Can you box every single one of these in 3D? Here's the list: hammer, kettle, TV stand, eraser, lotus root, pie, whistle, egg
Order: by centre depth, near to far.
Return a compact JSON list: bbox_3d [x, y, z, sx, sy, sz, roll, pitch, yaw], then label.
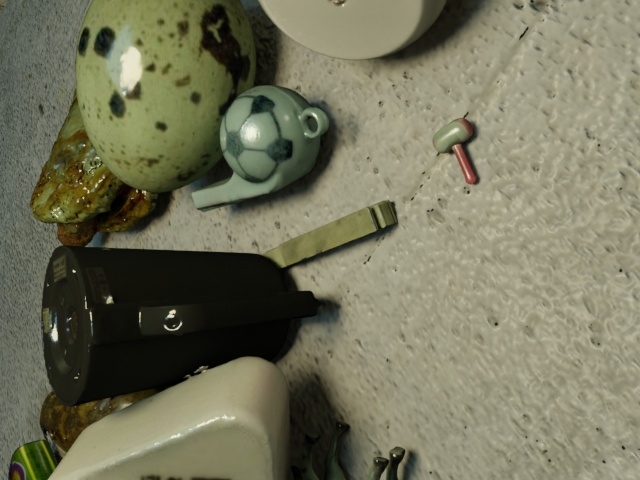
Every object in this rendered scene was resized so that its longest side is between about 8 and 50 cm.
[{"bbox_3d":[0.172,-0.106,0.734,0.052,0.031,0.083,-34,67,39],"label":"hammer"},{"bbox_3d":[-0.147,0.345,0.781,0.331,0.331,0.150,-58,9,20],"label":"eraser"},{"bbox_3d":[-0.197,0.090,0.833,0.262,0.308,0.203,-49,54,39],"label":"kettle"},{"bbox_3d":[0.000,0.000,0.870,0.249,0.042,0.036,-22,88,41],"label":"TV stand"},{"bbox_3d":[-0.099,-0.148,0.912,0.289,0.163,0.164,-9,76,41],"label":"whistle"},{"bbox_3d":[-0.255,-0.269,0.988,0.287,0.287,0.379,28,101,43],"label":"egg"},{"bbox_3d":[-0.347,0.305,1.042,0.397,0.196,0.179,-15,78,38],"label":"lotus root"},{"bbox_3d":[-0.453,-0.217,1.247,0.395,0.180,0.418,-17,64,42],"label":"pie"}]

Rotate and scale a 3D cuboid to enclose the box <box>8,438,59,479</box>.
[{"bbox_3d":[-0.563,0.590,1.263,0.345,0.097,0.134,37,116,41],"label":"box"}]

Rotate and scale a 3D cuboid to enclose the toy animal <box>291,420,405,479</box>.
[{"bbox_3d":[0.060,0.329,0.727,0.255,0.089,0.170,32,108,45],"label":"toy animal"}]

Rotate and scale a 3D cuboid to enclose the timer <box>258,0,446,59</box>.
[{"bbox_3d":[0.053,-0.400,0.758,0.285,0.285,0.285,-9,77,42],"label":"timer"}]
